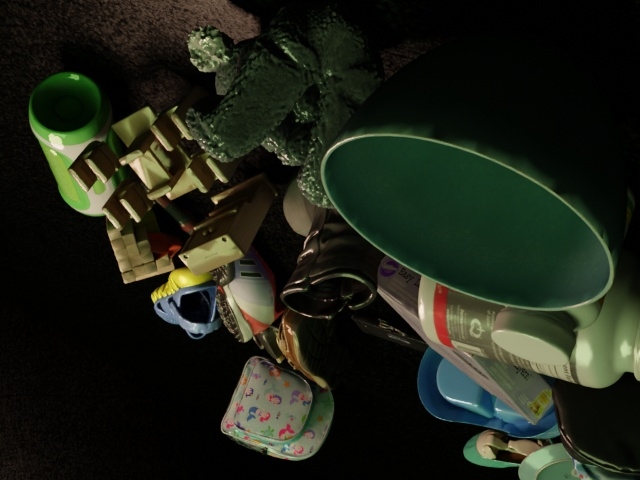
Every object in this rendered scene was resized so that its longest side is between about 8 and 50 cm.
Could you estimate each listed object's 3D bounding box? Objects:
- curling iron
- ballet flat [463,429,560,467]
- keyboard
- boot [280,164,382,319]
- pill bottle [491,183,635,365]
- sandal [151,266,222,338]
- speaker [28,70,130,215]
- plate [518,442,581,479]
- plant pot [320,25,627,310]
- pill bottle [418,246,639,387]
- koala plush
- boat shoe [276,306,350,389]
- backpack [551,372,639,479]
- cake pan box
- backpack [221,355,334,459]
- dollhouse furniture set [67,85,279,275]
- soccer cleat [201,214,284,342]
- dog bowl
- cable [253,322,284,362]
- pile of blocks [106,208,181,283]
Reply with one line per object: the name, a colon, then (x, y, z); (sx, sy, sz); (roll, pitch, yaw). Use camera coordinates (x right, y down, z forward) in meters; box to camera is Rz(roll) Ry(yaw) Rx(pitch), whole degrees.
curling iron: (-0.244, -0.035, 1.789); (0.274, 0.035, 0.068); (39, 173, -37)
ballet flat: (0.395, 0.428, 2.036); (0.247, 0.083, 0.087); (-1, 146, 39)
keyboard: (0.146, 0.170, 1.818); (0.180, 0.023, 0.108); (16, 163, 24)
boot: (0.000, 0.000, 1.319); (0.118, 0.223, 0.338); (32, 158, -14)
pill bottle: (0.263, 0.027, 1.083); (0.117, 0.209, 0.117); (22, 162, 8)
sandal: (-0.274, 0.144, 2.048); (0.126, 0.138, 0.317); (-13, 170, -17)
speaker: (-0.377, -0.146, 1.561); (0.131, 0.131, 0.296); (24, 158, 7)
plate: (0.489, 0.463, 1.950); (0.188, 0.024, 0.188); (1, 133, 1)
plant pot: (0.172, -0.089, 0.952); (0.290, 0.195, 0.290); (23, 158, 10)
pill bottle: (0.298, 0.081, 1.220); (0.318, 0.176, 0.176); (13, 155, 31)
koala plush: (-0.048, -0.173, 1.100); (0.196, 0.203, 0.221); (25, -177, -28)
boat shoe: (-0.034, 0.209, 1.984); (0.119, 0.123, 0.324); (21, 157, 23)
backpack: (0.508, 0.324, 1.468); (0.290, 0.274, 0.355); (-6, 162, 13)
cake pan box: (0.214, 0.148, 1.509); (0.267, 0.070, 0.246); (35, 171, 48)
backpack: (-0.092, 0.412, 2.374); (0.253, 0.225, 0.191); (23, 164, -1)
dollhouse furniture set: (-0.191, -0.099, 1.420); (0.212, 0.161, 0.242); (-22, 117, 31)
soccer cleat: (-0.143, 0.056, 1.817); (0.108, 0.116, 0.318); (45, 156, 40)
dog bowl: (0.300, 0.238, 1.614); (0.297, 0.166, 0.074); (5, 161, 44)
cable: (-0.118, 0.166, 2.110); (0.139, 0.072, 0.287); (31, 154, 41)
pile of blocks: (-0.327, -0.007, 1.867); (0.362, 0.112, 0.149); (165, 88, -83)
